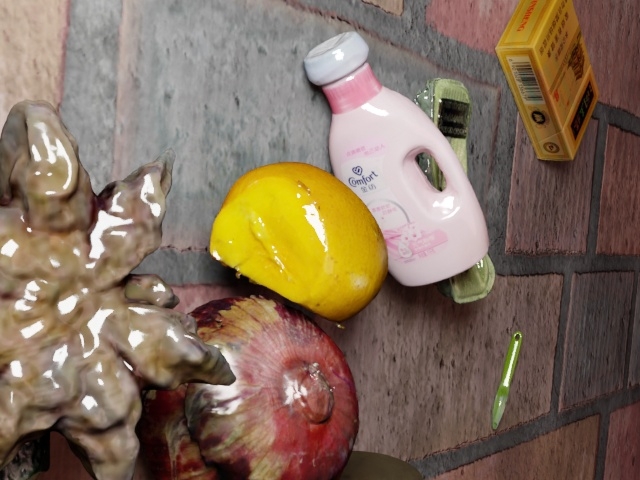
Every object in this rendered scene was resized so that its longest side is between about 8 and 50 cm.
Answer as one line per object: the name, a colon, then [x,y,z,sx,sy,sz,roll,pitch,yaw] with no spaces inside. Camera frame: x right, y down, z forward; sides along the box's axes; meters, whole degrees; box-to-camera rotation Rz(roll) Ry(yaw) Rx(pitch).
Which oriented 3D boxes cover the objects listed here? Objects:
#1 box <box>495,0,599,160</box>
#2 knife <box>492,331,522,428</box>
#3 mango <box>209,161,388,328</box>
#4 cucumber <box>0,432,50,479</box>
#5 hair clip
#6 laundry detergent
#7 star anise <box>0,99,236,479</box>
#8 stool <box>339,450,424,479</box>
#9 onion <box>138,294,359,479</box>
box: [0.411,-0.298,1.509,0.174,0.076,0.274,-60,137,-26]
knife: [0.339,0.253,1.543,0.026,0.022,0.184,64,42,-72]
mango: [0.000,0.000,0.959,0.138,0.187,0.257,-50,167,14]
cucumber: [-0.262,0.104,0.707,0.074,0.074,0.241,1,93,-52]
hair clip: [0.174,-0.068,1.233,0.138,0.091,0.321,-4,87,-48]
laundry detergent: [0.088,-0.100,1.066,0.335,0.159,0.088,60,22,-23]
star anise: [-0.190,0.049,0.651,0.315,0.108,0.315,5,80,-31]
stool: [0.038,0.420,1.055,0.179,0.179,0.264,-11,104,-51]
onion: [-0.066,0.175,0.877,0.246,0.190,0.246,15,68,-42]
